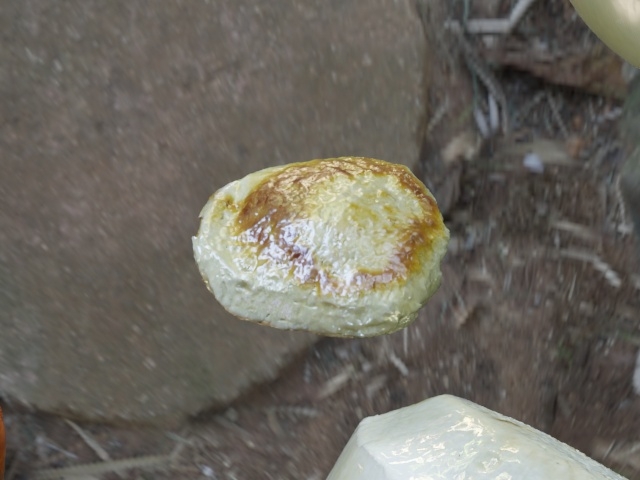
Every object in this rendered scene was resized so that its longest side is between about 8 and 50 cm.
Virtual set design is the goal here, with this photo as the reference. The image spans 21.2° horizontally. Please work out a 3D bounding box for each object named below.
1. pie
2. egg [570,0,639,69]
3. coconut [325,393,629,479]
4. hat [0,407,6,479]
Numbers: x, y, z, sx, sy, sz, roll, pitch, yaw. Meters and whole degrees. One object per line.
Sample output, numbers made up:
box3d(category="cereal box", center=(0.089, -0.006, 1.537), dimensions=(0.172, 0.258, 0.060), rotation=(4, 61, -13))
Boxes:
box3d(category="pie", center=(0.000, 0.000, 1.375), dimensions=(0.205, 0.084, 0.179), rotation=(8, 35, 15))
box3d(category="egg", center=(0.224, -0.156, 0.774), dimensions=(0.254, 0.188, 0.188), rotation=(-2, 74, 34))
box3d(category="coconut", center=(0.066, 0.193, 0.782), dimensions=(0.202, 0.202, 0.222), rotation=(25, 92, 11))
box3d(category="hat", center=(-0.349, 0.139, 0.789), dimensions=(0.400, 0.285, 0.285), rotation=(-42, 76, 7))
